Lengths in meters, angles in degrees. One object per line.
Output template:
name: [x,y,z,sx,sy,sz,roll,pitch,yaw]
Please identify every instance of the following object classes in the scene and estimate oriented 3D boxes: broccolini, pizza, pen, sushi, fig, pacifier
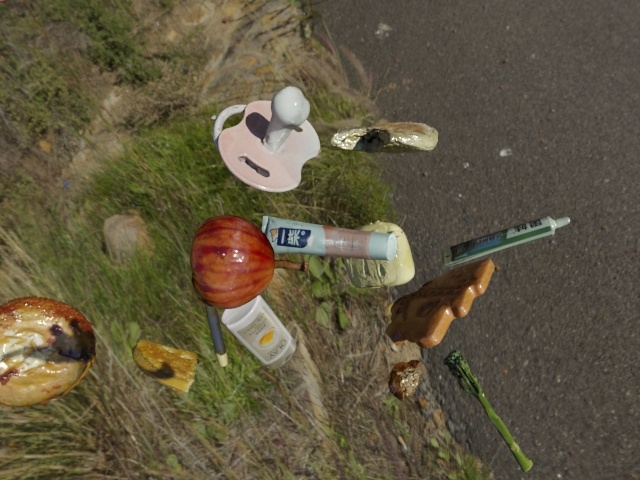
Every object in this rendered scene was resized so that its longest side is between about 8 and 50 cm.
broccolini: [0.536,0.532,1.341,0.073,0.079,0.392,-14,60,-30]
pizza: [-0.306,0.261,0.855,0.175,0.134,0.046,24,92,38]
pen: [-0.281,0.247,1.130,0.032,0.234,0.040,-8,27,-8]
sushi: [0.181,0.297,0.888,0.055,0.120,0.052,2,96,32]
fig: [-0.110,0.020,0.553,0.150,0.128,0.128,-31,56,1]
pacifier: [-0.119,-0.268,1.087,0.273,0.220,0.332,-5,40,33]

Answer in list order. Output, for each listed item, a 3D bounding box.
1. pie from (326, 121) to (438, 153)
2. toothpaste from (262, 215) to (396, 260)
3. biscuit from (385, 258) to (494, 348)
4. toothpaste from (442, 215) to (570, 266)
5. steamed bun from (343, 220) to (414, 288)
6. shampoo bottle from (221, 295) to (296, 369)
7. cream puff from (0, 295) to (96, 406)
pie: [0.185,-0.299,1.211,0.337,0.075,0.337,-2,19,1]
toothpaste: [0.000,0.000,0.561,0.205,0.036,0.056,6,86,31]
biscuit: [0.283,0.136,0.995,0.306,0.284,0.043,-37,97,-1]
toothpaste: [0.579,-0.002,1.332,0.391,0.061,0.099,-20,28,25]
steamed bun: [0.211,0.048,1.447,0.272,0.166,0.232,-15,87,49]
shampoo bottle: [-0.119,0.189,0.853,0.086,0.227,0.056,-43,53,-16]
cream puff: [-0.600,0.230,0.881,0.240,0.240,0.164,-49,19,-13]
